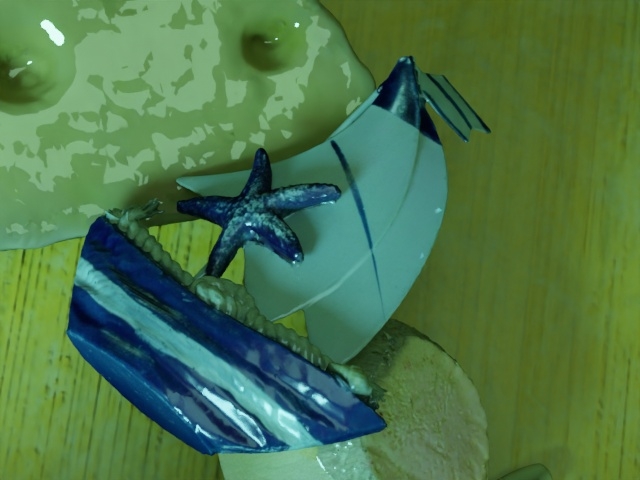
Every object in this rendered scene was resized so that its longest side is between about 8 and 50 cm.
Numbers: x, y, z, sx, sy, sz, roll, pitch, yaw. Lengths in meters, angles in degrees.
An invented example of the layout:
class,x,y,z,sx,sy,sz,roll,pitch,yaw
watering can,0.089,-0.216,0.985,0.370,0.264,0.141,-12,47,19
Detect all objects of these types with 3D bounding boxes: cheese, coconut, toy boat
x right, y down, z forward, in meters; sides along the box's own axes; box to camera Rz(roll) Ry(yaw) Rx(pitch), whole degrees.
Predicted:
class,x,y,z,sx,sy,sz,roll,pitch,yaw
cheese,-0.173,-0.169,1.131,0.384,0.104,0.384,-1,95,-10
coconut,0.013,0.127,1.108,0.147,0.152,0.147,14,67,-37
toy boat,-0.031,-0.003,1.063,0.210,0.070,0.292,12,58,13

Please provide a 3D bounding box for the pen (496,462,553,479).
class,x,y,z,sx,sy,sz,roll,pitch,yaw
pen,0.046,0.204,1.148,0.233,0.032,0.040,-30,57,-12
